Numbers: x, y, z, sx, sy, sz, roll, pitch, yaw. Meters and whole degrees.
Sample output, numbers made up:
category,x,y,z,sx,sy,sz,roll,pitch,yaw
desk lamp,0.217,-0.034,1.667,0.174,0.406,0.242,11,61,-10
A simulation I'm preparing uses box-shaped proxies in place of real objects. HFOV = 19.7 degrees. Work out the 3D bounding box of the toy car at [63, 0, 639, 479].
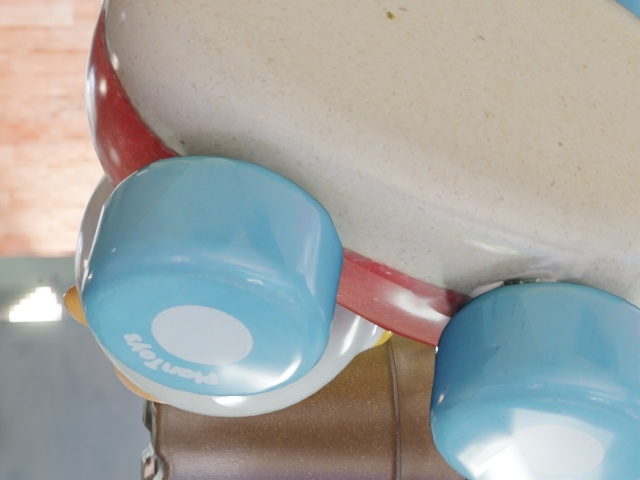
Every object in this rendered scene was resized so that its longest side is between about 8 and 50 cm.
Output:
category,x,y,z,sx,sy,sz,roll,pitch,yaw
toy car,0.000,0.000,0.656,0.210,0.238,0.219,19,-127,-13

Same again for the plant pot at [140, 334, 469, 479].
category,x,y,z,sx,sy,sz,roll,pitch,yaw
plant pot,-0.012,0.116,0.992,0.165,0.167,0.167,1,-158,-8
